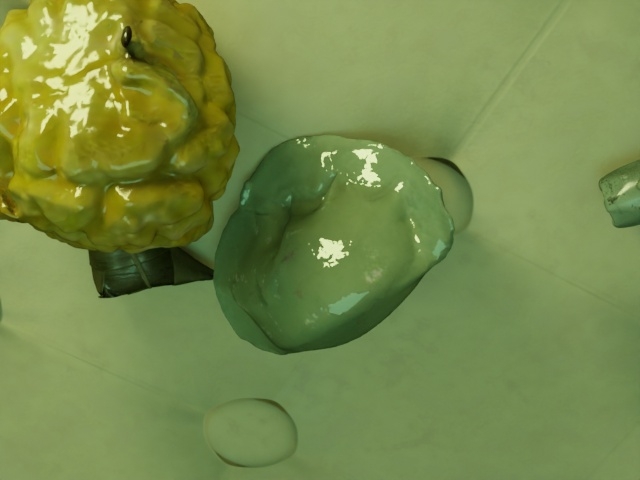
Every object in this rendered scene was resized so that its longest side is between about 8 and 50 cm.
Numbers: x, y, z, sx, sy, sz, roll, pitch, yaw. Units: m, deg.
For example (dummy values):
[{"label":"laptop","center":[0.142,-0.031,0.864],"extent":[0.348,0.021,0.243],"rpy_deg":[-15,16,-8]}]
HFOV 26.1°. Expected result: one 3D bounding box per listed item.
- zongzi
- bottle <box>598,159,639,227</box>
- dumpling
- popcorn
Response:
[{"label":"zongzi","center":[-0.236,-0.002,1.910],"extent":[0.176,0.078,0.160],"rpy_deg":[-7,124,-4]},{"label":"bottle","center":[0.500,-0.094,1.795],"extent":[0.269,0.083,0.083],"rpy_deg":[-22,120,16]},{"label":"dumpling","center":[0.011,0.025,1.850],"extent":[0.320,0.270,0.212],"rpy_deg":[-33,143,-4]},{"label":"popcorn","center":[-0.248,-0.137,1.699],"extent":[0.348,0.349,0.382],"rpy_deg":[-5,162,7]}]
